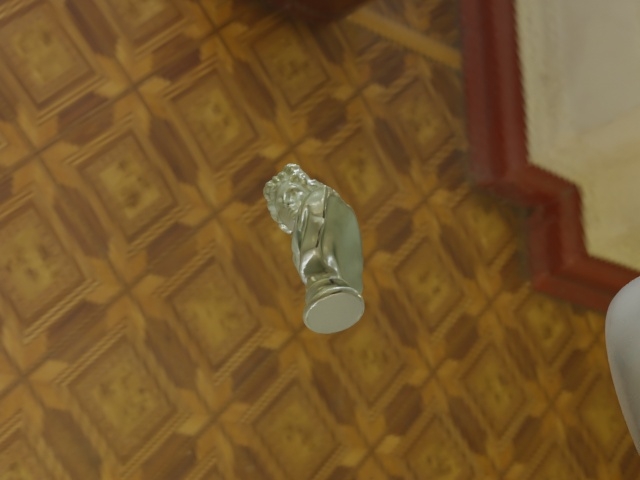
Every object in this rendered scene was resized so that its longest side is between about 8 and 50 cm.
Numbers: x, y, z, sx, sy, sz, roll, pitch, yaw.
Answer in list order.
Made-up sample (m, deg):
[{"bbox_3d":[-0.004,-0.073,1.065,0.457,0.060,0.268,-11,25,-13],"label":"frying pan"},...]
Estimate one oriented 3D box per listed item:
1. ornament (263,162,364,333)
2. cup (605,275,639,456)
[{"bbox_3d":[0.001,0.003,0.678,0.092,0.041,0.068,-107,178,-71],"label":"ornament"},{"bbox_3d":[0.247,0.158,0.706,0.327,0.237,0.323,-11,76,-63],"label":"cup"}]
